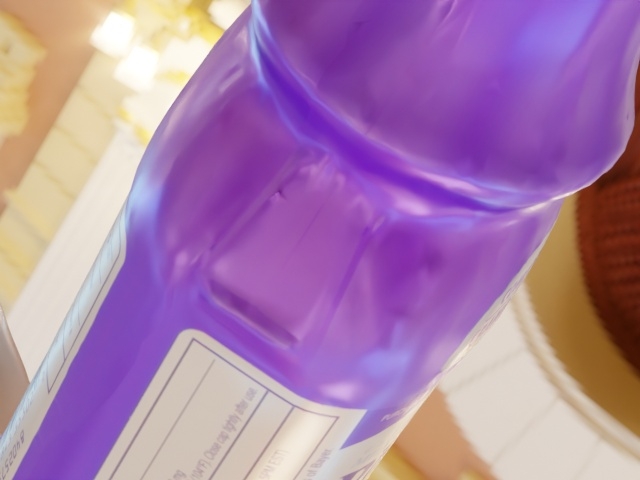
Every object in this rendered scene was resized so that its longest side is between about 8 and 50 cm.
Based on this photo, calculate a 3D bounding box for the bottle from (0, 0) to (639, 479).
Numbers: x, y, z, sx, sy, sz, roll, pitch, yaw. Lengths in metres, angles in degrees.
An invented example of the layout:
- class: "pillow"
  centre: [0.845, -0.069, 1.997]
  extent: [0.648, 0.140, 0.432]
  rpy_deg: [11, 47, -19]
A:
- class: "bottle"
  centre: [0.000, 0.000, 0.457]
  extent: [0.092, 0.283, 0.118]
  rpy_deg: [34, -140, 3]

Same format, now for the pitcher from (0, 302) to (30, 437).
- class: "pitcher"
  centre: [-0.281, 0.038, 1.153]
  extent: [0.207, 0.178, 0.125]
  rpy_deg: [12, -157, 35]
